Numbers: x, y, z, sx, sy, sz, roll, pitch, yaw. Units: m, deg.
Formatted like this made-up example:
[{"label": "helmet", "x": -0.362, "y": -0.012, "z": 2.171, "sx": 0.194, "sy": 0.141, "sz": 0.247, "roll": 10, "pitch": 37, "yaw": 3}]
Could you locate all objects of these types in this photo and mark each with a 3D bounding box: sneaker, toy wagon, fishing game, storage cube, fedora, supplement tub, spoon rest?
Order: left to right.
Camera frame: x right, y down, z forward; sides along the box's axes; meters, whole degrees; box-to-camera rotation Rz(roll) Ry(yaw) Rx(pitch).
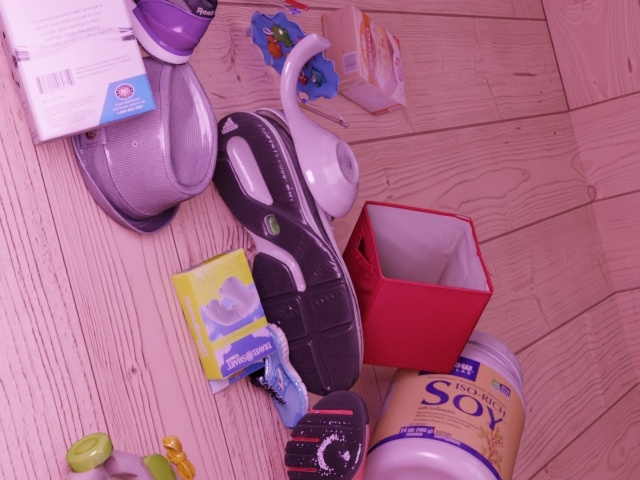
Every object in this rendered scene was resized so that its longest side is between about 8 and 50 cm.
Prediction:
[{"label": "toy wagon", "x": -0.227, "y": 0.358, "z": 1.637, "sx": 0.344, "sy": 0.068, "sz": 0.267, "roll": -69, "pitch": 138, "yaw": -61}, {"label": "sneaker", "x": -0.233, "y": -0.372, "z": 1.825, "sx": 0.283, "sy": 0.124, "sz": 0.107, "roll": 49, "pitch": 33, "yaw": 14}, {"label": "fedora", "x": -0.220, "y": -0.151, "z": 1.848, "sx": 0.243, "sy": 0.124, "sz": 0.276, "roll": 26, "pitch": 56, "yaw": -57}, {"label": "sneaker", "x": -0.074, "y": 0.206, "z": 2.044, "sx": 0.073, "sy": 0.063, "sz": 0.162, "roll": -30, "pitch": 101, "yaw": -42}, {"label": "fishing game", "x": -0.049, "y": -0.289, "z": 2.202, "sx": 0.041, "sy": 0.189, "sz": 0.264, "roll": -46, "pitch": 144, "yaw": -21}, {"label": "spoon rest", "x": -0.005, "y": -0.164, "z": 2.068, "sx": 0.137, "sy": 0.084, "sz": 0.276, "roll": 17, "pitch": 60, "yaw": -59}, {"label": "sneaker", "x": 0.001, "y": -0.001, "z": 2.140, "sx": 0.257, "sy": 0.169, "sz": 0.448, "roll": -25, "pitch": 97, "yaw": -60}, {"label": "sneaker", "x": 0.009, "y": 0.377, "z": 2.050, "sx": 0.136, "sy": 0.115, "sz": 0.314, "roll": 45, "pitch": 54, "yaw": -70}, {"label": "storage cube", "x": 0.138, "y": 0.076, "z": 2.226, "sx": 0.214, "sy": 0.193, "sz": 0.184, "roll": 7, "pitch": 41, "yaw": -17}, {"label": "supplement tub", "x": 0.209, "y": 0.325, "z": 2.302, "sx": 0.241, "sy": 0.241, "sz": 0.331, "roll": 61, "pitch": 31, "yaw": -26}]

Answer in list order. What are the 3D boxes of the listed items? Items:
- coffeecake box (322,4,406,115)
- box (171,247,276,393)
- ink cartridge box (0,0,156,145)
[{"label": "coffeecake box", "x": 0.082, "y": -0.327, "z": 2.552, "sx": 0.185, "sy": 0.068, "sz": 0.142, "roll": 24, "pitch": 56, "yaw": -57}, {"label": "box", "x": -0.131, "y": 0.112, "z": 1.946, "sx": 0.109, "sy": 0.042, "sz": 0.178, "roll": -25, "pitch": 101, "yaw": -40}, {"label": "ink cartridge box", "x": -0.304, "y": -0.234, "z": 1.694, "sx": 0.086, "sy": 0.148, "sz": 0.203, "roll": 178, "pitch": -104, "yaw": -73}]
